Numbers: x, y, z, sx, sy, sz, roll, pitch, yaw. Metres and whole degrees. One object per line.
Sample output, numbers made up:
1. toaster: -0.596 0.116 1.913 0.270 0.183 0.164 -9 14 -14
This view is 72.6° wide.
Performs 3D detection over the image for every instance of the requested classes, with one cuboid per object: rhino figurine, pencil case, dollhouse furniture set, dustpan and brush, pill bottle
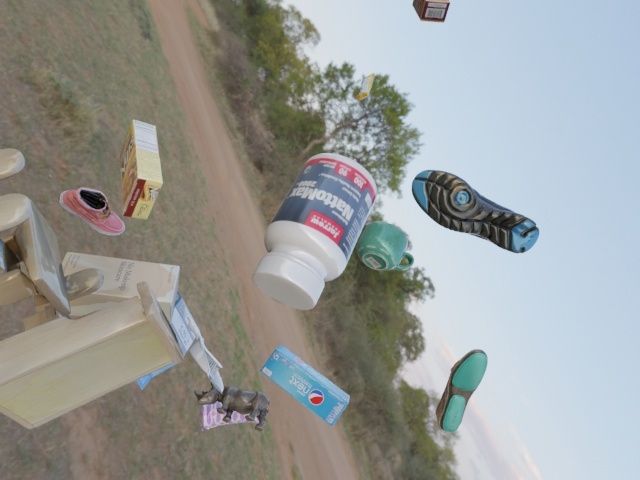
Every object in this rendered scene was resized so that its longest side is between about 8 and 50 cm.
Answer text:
1. rhino figurine: -0.267 0.484 1.308 0.106 0.244 0.073 -64 161 -53
2. pencil case: -0.282 0.555 1.397 0.086 0.206 0.088 123 -36 -74
3. dollhouse furniture set: -0.448 0.075 0.786 0.394 0.257 0.362 54 -22 35
4. dustpan and brush: -0.309 0.286 1.140 0.211 0.060 0.147 41 -24 26
5. pill bottle: -0.007 -0.011 0.544 0.108 0.108 0.180 71 39 -52

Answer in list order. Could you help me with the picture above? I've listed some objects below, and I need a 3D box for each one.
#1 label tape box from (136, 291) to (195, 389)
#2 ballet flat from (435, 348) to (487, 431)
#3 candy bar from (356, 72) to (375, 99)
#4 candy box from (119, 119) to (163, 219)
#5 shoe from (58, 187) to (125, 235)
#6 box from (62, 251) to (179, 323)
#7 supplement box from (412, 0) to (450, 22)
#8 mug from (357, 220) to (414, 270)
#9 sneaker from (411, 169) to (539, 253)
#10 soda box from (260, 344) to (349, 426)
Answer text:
1. label tape box: -0.573 0.322 1.550 0.333 0.106 0.240 -82 151 -72
2. ballet flat: 0.473 0.501 1.506 0.106 0.108 0.315 -91 -157 -81
3. candy bar: 0.140 -0.472 1.335 0.018 0.040 0.161 54 35 -29
4. candy box: -0.633 -0.250 1.525 0.088 0.183 0.316 10 43 -37
5. shoe: -0.548 -0.069 1.085 0.178 0.081 0.063 44 48 -46
6. box: -0.580 0.141 1.262 0.121 0.311 0.147 111 -20 -43
7. supplement box: 0.232 -0.499 0.918 0.043 0.055 0.083 98 -11 -48
8. mug: 0.181 0.028 1.223 0.097 0.158 0.129 -60 154 -33
9. sneaker: 0.379 -0.071 1.127 0.341 0.125 0.139 29 9 -4
10. soda box: -0.035 0.341 1.037 0.210 0.067 0.071 36 0 9
